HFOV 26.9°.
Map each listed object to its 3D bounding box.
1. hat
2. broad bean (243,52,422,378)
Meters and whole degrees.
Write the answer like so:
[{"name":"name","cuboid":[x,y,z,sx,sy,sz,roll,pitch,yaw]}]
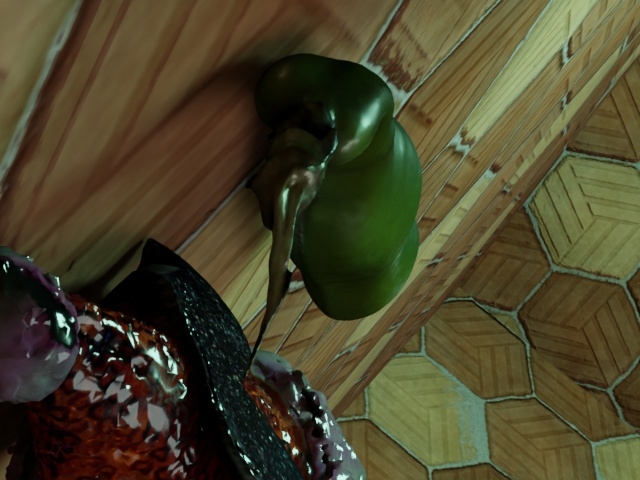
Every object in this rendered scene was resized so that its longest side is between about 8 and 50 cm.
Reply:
[{"name":"hat","cuboid":[-0.058,0.051,0.404,0.227,0.129,0.140,72,14,-61]},{"name":"broad bean","cuboid":[0.004,-0.011,0.515,0.318,0.056,0.098,10,99,-81]}]
